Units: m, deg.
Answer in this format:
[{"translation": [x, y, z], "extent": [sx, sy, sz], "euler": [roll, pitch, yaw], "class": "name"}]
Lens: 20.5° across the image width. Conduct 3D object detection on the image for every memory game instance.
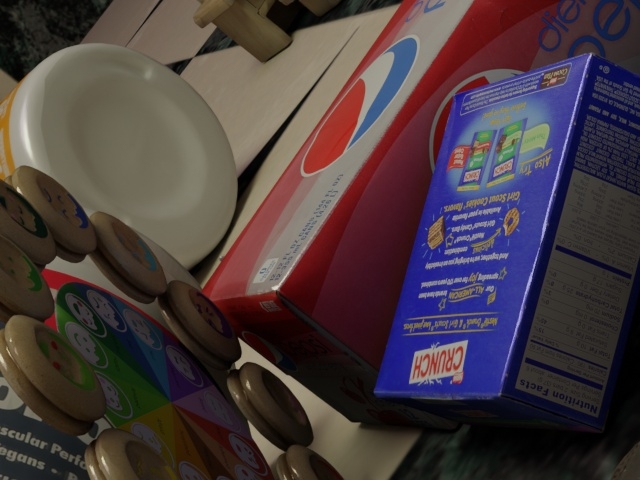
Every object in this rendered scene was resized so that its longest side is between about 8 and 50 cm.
[{"translation": [-0.043, 0.047, 0.544], "extent": [0.012, 0.186, 0.186], "euler": [-42, 17, 11], "class": "memory game"}]

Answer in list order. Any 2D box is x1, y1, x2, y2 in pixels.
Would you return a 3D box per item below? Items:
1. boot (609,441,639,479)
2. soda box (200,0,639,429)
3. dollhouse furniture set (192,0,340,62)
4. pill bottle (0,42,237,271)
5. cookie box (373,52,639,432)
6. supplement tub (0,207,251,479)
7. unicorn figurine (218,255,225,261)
[{"translation": [0.120, 0.051, 0.266], "extent": [0.229, 0.091, 0.263], "euler": [-44, 6, 29], "class": "boot"}, {"translation": [0.068, -0.059, 0.663], "extent": [0.263, 0.083, 0.092], "euler": [-57, 16, -17], "class": "soda box"}, {"translation": [0.038, -0.327, 1.206], "extent": [0.303, 0.174, 0.355], "euler": [-59, 17, -26], "class": "dollhouse furniture set"}, {"translation": [-0.185, 0.004, 1.125], "extent": [0.272, 0.152, 0.152], "euler": [-36, 21, 43], "class": "pill bottle"}, {"translation": [0.064, 0.004, 0.555], "extent": [0.092, 0.040, 0.107], "euler": [-9, 63, 67], "class": "cookie box"}, {"translation": [-0.121, 0.115, 0.597], "extent": [0.191, 0.191, 0.272], "euler": [-46, 16, 20], "class": "supplement tub"}, {"translation": [0.000, 0.000, 0.794], "extent": [0.111, 0.060, 0.162], "euler": [-57, 0, -18], "class": "unicorn figurine"}]
